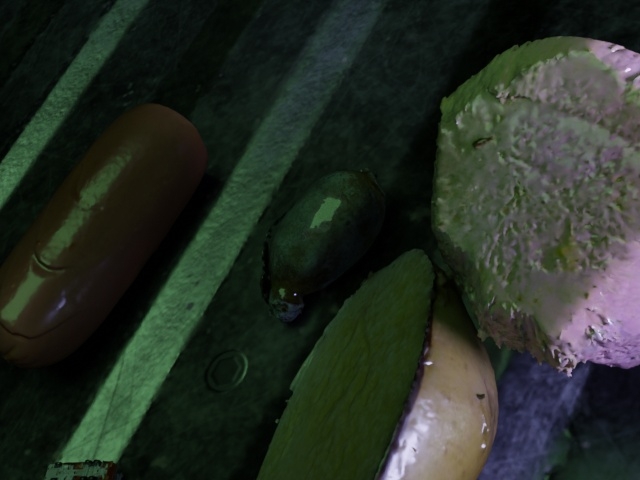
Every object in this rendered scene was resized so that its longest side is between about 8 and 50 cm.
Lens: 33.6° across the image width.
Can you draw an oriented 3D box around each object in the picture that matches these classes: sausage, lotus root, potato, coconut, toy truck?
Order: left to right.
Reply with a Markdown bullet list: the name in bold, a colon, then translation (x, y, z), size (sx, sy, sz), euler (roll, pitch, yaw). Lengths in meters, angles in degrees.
- **toy truck**: translation (-0.222, 0.218, 0.979), size (0.083, 0.032, 0.024), euler (-8, 55, 24)
- **sausage**: translation (-0.237, -0.002, 1.103), size (0.121, 0.121, 0.304), euler (17, 65, 40)
- **lotus root**: translation (-0.002, -0.002, 0.985), size (0.165, 0.088, 0.088), euler (-51, 45, 1)
- **potato**: translation (0.042, 0.159, 0.777), size (0.239, 0.116, 0.299), euler (-36, 24, 46)
- **coconut**: translation (0.201, -0.019, 0.760), size (0.233, 0.245, 0.233), euler (-3, 85, 31)
